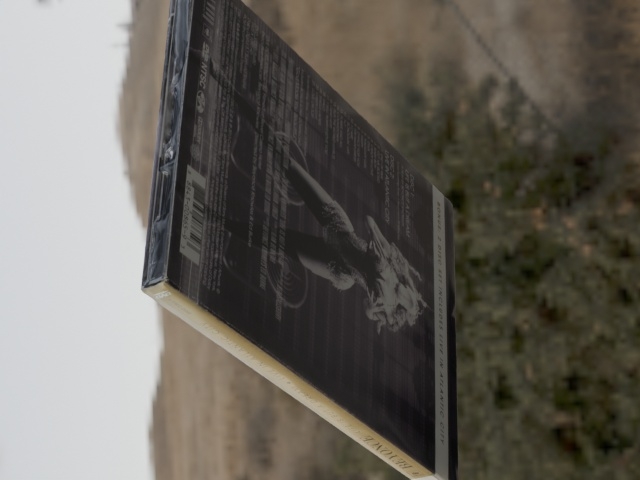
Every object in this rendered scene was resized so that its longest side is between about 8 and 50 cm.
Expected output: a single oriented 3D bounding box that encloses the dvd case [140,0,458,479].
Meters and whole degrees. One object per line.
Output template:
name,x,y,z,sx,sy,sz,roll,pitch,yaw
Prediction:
dvd case,0.000,0.000,0.722,0.221,0.018,0.165,39,-138,-43
